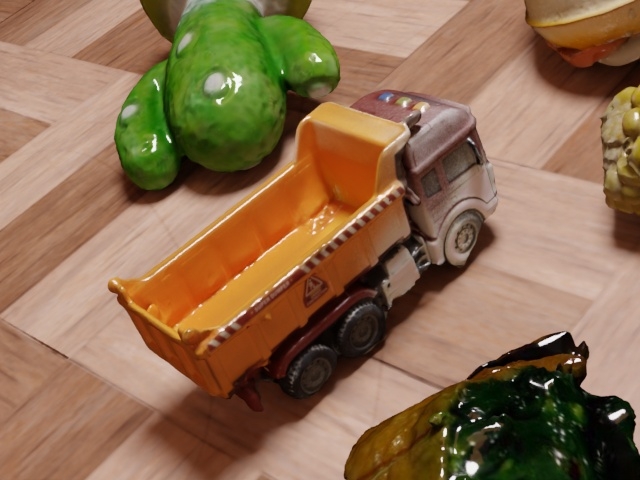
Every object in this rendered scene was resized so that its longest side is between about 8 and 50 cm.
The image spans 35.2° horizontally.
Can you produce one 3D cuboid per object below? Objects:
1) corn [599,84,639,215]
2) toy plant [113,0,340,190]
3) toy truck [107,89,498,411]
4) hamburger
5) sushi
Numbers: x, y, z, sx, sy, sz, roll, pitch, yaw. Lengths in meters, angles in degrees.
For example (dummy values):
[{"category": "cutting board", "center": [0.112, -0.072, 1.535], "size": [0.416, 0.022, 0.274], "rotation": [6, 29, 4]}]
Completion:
[{"category": "corn", "center": [0.354, -0.076, 0.638], "size": [0.347, 0.130, 0.130], "rotation": [-4, 40, 26]}, {"category": "toy plant", "center": [-0.089, -0.189, 0.982], "size": [0.224, 0.184, 0.316], "rotation": [-14, 53, 16]}, {"category": "toy truck", "center": [0.000, 0.000, 0.701], "size": [0.270, 0.135, 0.114], "rotation": [-39, 40, -23]}, {"category": "hamburger", "center": [0.268, -0.255, 0.868], "size": [0.237, 0.147, 0.237], "rotation": [-31, 28, 19]}, {"category": "sushi", "center": [0.084, 0.144, 0.472], "size": [0.140, 0.149, 0.287], "rotation": [-7, 34, 12]}]
